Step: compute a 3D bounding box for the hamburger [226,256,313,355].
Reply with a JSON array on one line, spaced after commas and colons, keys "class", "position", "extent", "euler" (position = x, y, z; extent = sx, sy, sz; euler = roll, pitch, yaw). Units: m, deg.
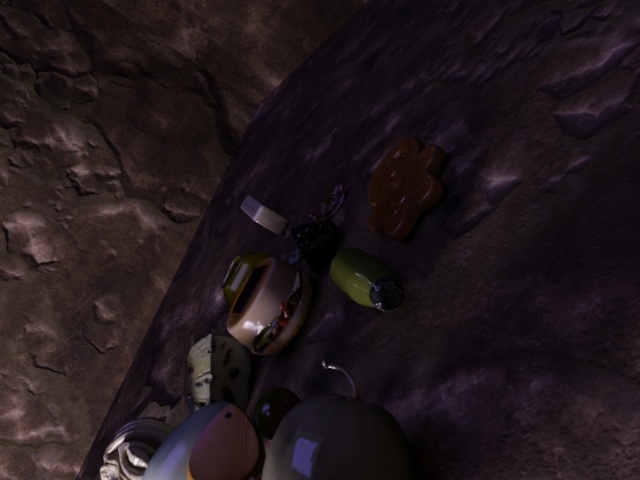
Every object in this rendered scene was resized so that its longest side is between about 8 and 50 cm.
[{"class": "hamburger", "position": [-0.146, 0.193, 1.735], "extent": [0.302, 0.170, 0.302], "euler": [-50, 19, 23]}]

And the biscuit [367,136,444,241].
[{"class": "biscuit", "position": [0.214, -0.140, 1.532], "extent": [0.275, 0.052, 0.355], "euler": [-52, 21, 17]}]

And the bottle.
[{"class": "bottle", "position": [0.109, 0.094, 1.373], "extent": [0.112, 0.112, 0.260], "euler": [-59, 22, 1]}]

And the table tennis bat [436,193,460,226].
[{"class": "table tennis bat", "position": [0.287, -0.068, 1.337], "extent": [0.083, 0.007, 0.050], "euler": [-59, 21, -4]}]

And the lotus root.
[{"class": "lotus root", "position": [-0.323, 0.450, 1.833], "extent": [0.260, 0.149, 0.267], "euler": [-37, 49, 54]}]

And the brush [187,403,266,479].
[{"class": "brush", "position": [-0.201, 0.522, 1.372], "extent": [0.174, 0.166, 0.267], "euler": [-8, 30, 3]}]

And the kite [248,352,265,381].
[{"class": "kite", "position": [-0.192, 0.348, 1.845], "extent": [0.189, 0.009, 0.232], "euler": [-37, 31, 44]}]

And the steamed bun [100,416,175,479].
[{"class": "steamed bun", "position": [-0.488, 0.658, 1.731], "extent": [0.203, 0.275, 0.289], "euler": [-49, 17, 37]}]

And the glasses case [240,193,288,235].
[{"class": "glasses case", "position": [-0.226, -0.106, 2.351], "extent": [0.070, 0.131, 0.313], "euler": [-58, 22, 2]}]

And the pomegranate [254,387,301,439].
[{"class": "pomegranate", "position": [-0.097, 0.417, 1.411], "extent": [0.130, 0.130, 0.130], "euler": [-47, 24, 29]}]

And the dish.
[{"class": "dish", "position": [-0.293, 0.144, 2.207], "extent": [0.263, 0.108, 0.221], "euler": [-63, 21, -11]}]

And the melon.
[{"class": "melon", "position": [0.026, 0.397, 0.975], "extent": [0.272, 0.271, 0.308], "euler": [-131, 56, -68]}]

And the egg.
[{"class": "egg", "position": [-0.316, 0.586, 1.508], "extent": [0.371, 0.230, 0.230], "euler": [-60, 21, -16]}]

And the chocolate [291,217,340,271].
[{"class": "chocolate", "position": [0.000, 0.000, 1.764], "extent": [0.133, 0.156, 0.156], "euler": [-28, 26, 4]}]

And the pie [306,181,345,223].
[{"class": "pie", "position": [0.024, -0.104, 1.936], "extent": [0.191, 0.033, 0.088], "euler": [-39, 44, 38]}]

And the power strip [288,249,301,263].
[{"class": "power strip", "position": [-0.090, 0.052, 1.977], "extent": [0.055, 0.035, 0.083], "euler": [-61, 19, -6]}]

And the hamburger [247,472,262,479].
[{"class": "hamburger", "position": [-0.094, 0.567, 1.156], "extent": [0.237, 0.147, 0.237], "euler": [-44, 29, 33]}]
